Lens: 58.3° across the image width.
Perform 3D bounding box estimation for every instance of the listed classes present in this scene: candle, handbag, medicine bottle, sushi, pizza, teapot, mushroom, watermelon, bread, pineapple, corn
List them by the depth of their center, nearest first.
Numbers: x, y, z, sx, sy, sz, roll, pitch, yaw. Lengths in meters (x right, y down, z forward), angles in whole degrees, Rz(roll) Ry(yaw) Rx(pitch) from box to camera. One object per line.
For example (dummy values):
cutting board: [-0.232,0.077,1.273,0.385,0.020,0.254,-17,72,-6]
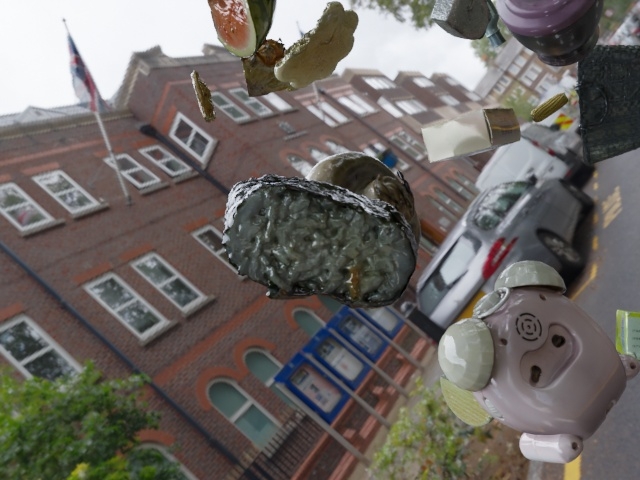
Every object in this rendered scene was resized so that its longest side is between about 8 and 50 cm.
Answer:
teapot: [0.289,-0.293,0.707,0.146,0.116,0.148,26,-119,-53]
sushi: [0.000,0.000,1.028,0.171,0.351,0.210,-101,22,-74]
pizza: [-0.240,-0.293,1.221,0.027,0.122,0.108,-19,-19,1]
watermelon: [-0.151,-0.528,1.251,0.128,0.159,0.303,-44,-14,-18]
handbag: [0.658,-0.310,1.275,0.176,0.270,0.088,-11,19,6]
corn: [0.541,-0.314,1.355,0.092,0.037,0.037,-35,-5,16]
mushroom: [0.116,-0.060,1.442,0.295,0.362,0.362,-27,10,46]
bread: [0.004,-0.489,1.479,0.251,0.038,0.182,-44,-30,23]
candle: [0.374,-0.616,1.518,0.169,0.068,0.192,-33,-50,-22]
bread: [0.401,0.438,1.537,0.036,0.193,0.112,-11,-77,-32]
medicine bottle: [0.916,0.266,1.610,0.250,0.137,0.140,10,-101,-68]
medicine bottle: [0.475,-0.665,1.684,0.054,0.208,0.090,-36,9,-21]
pineapple: [-0.161,-0.507,1.709,0.186,0.237,0.114,-24,52,36]

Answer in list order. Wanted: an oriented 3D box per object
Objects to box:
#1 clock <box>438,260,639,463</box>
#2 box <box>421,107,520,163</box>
clock: [0.438,0.238,1.182,0.342,0.325,0.184,-38,-9,-29]
box: [0.378,-0.263,1.424,0.168,0.094,0.212,-14,3,38]
